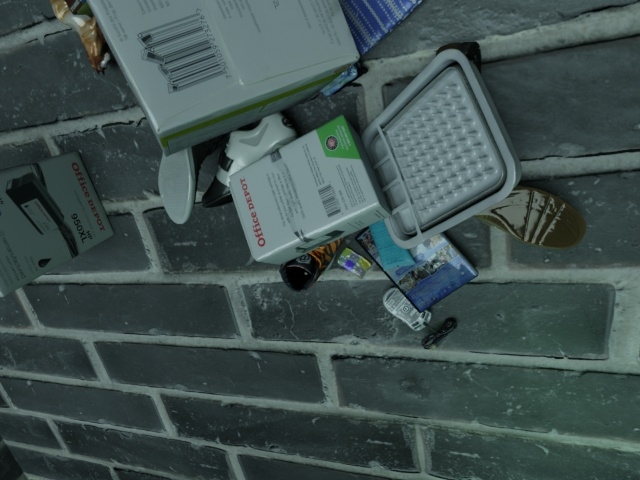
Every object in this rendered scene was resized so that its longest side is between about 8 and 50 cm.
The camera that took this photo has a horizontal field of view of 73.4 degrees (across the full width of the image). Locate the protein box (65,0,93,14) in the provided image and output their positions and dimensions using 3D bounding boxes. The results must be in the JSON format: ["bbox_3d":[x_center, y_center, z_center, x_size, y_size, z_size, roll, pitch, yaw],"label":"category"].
[{"bbox_3d":[-0.456,-0.606,0.893,0.136,0.200,0.201,-16,107,36],"label":"protein box"}]

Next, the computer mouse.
[{"bbox_3d":[0.246,0.190,1.106,0.193,0.042,0.106,41,99,3],"label":"computer mouse"}]

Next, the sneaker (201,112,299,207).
[{"bbox_3d":[-0.189,-0.200,1.058,0.331,0.122,0.146,-31,86,28],"label":"sneaker"}]

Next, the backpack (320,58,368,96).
[{"bbox_3d":[0.022,-0.374,0.895,0.105,0.084,0.114,-22,103,37],"label":"backpack"}]

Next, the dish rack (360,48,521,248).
[{"bbox_3d":[0.221,-0.159,0.833,0.333,0.073,0.285,-38,67,57],"label":"dish rack"}]

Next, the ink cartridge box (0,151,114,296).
[{"bbox_3d":[-0.820,-0.059,1.194,0.167,0.395,0.285,-6,112,21],"label":"ink cartridge box"}]

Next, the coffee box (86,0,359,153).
[{"bbox_3d":[-0.196,-0.378,0.754,0.338,0.334,0.337,-26,102,-14],"label":"coffee box"}]

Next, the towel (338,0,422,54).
[{"bbox_3d":[0.127,-0.548,0.784,0.336,0.040,0.243,-34,100,35],"label":"towel"}]

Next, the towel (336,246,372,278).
[{"bbox_3d":[0.089,0.059,1.127,0.083,0.009,0.060,35,122,2],"label":"towel"}]

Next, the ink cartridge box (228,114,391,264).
[{"bbox_3d":[-0.026,-0.097,0.924,0.289,0.121,0.211,-24,75,17],"label":"ink cartridge box"}]

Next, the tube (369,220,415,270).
[{"bbox_3d":[0.149,-0.025,1.013,0.080,0.052,0.207,-15,106,34],"label":"tube"}]

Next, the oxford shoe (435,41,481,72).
[{"bbox_3d":[0.262,-0.278,0.870,0.096,0.083,0.227,19,125,38],"label":"oxford shoe"}]

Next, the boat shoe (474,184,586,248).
[{"bbox_3d":[0.390,-0.070,0.901,0.303,0.098,0.109,19,106,14],"label":"boat shoe"}]

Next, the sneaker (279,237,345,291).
[{"bbox_3d":[0.000,0.000,1.032,0.125,0.180,0.320,23,120,9],"label":"sneaker"}]

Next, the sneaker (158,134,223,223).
[{"bbox_3d":[-0.291,-0.189,1.001,0.105,0.147,0.295,4,98,27],"label":"sneaker"}]

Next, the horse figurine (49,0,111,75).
[{"bbox_3d":[-0.584,-0.563,1.051,0.263,0.066,0.174,43,116,-6],"label":"horse figurine"}]

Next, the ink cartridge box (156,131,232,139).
[{"bbox_3d":[-0.315,-0.271,1.099,0.207,0.046,0.097,-23,104,28],"label":"ink cartridge box"}]

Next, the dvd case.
[{"bbox_3d":[0.225,0.035,1.035,0.253,0.022,0.180,49,121,3],"label":"dvd case"}]
